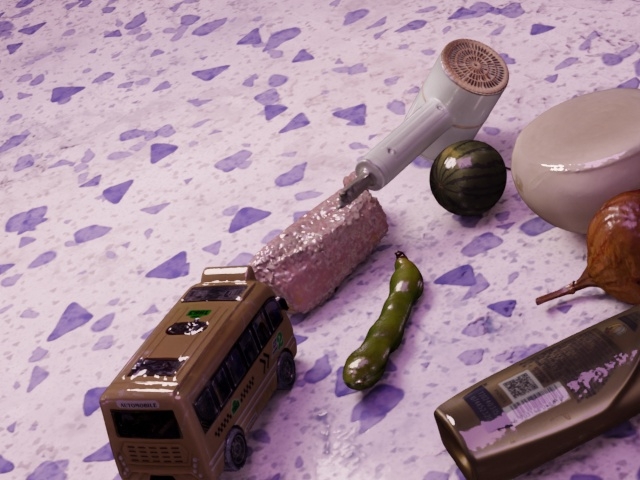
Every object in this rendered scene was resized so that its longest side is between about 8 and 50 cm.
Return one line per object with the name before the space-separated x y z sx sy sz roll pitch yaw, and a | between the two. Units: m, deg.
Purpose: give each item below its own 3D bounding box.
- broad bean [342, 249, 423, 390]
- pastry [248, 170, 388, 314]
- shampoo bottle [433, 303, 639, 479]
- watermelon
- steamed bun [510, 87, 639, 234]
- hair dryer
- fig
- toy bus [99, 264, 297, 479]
broad bean | 0.084 0.102 1.649 0.052 0.053 0.256 -43 13 42
pastry | 0.012 0.002 1.787 0.112 0.102 0.265 16 49 32
shampoo bottle | 0.300 0.153 1.435 0.350 0.084 0.125 -26 36 -10
watermelon | 0.216 -0.090 1.809 0.133 0.105 0.105 -17 30 -25
steamed bun | 0.368 -0.090 1.688 0.232 0.145 0.232 -18 28 10
hair dryer | 0.117 -0.133 1.814 0.107 0.173 0.357 40 51 12
fig | 0.360 0.035 1.571 0.134 0.146 0.201 -26 -15 -49
toy bus | -0.140 0.159 1.564 0.139 0.157 0.289 -2 28 25
